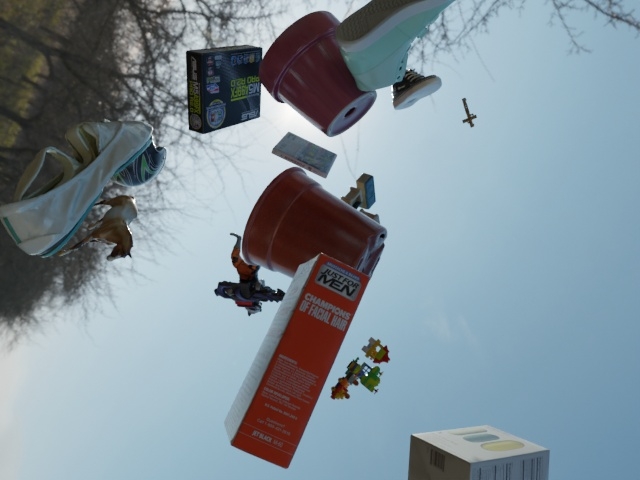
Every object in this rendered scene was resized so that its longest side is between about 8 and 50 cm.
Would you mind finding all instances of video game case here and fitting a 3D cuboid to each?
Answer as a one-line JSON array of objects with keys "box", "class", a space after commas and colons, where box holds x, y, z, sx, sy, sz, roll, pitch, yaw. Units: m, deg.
[{"box": [-0.046, -0.273, 1.595, 0.201, 0.184, 0.023, -68, -176, -62], "class": "video game case"}]

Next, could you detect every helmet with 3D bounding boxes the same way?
[{"box": [-0.514, -0.230, 1.366, 0.169, 0.170, 0.161, -61, 174, 8], "class": "helmet"}]

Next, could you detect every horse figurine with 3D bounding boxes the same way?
[{"box": [-0.495, -0.041, 1.184, 0.175, 0.066, 0.263, -15, -144, 12], "class": "horse figurine"}]

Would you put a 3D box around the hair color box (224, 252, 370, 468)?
[{"box": [-0.023, 0.100, 0.446, 0.167, 0.053, 0.093, -66, -171, -14], "class": "hair color box"}]

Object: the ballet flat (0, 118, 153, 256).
[{"box": [-0.455, -0.146, 0.963, 0.139, 0.139, 0.400, -33, -153, 42], "class": "ballet flat"}]

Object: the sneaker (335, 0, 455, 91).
[{"box": [0.150, -0.367, 0.881, 0.256, 0.151, 0.094, -33, -119, -1], "class": "sneaker"}]

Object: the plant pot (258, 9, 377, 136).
[{"box": [0.007, -0.315, 1.006, 0.201, 0.201, 0.180, -43, -99, 33], "class": "plant pot"}]

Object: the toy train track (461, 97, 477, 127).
[{"box": [0.409, -0.353, 1.389, 0.048, 0.014, 0.083, -14, -84, 54], "class": "toy train track"}]

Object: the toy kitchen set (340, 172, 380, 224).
[{"box": [0.164, -0.103, 1.688, 0.166, 0.122, 0.207, 22, -127, 29], "class": "toy kitchen set"}]

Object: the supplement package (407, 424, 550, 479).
[{"box": [0.371, 0.574, 1.194, 0.199, 0.263, 0.197, -2, -97, 61], "class": "supplement package"}]

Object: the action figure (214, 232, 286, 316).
[{"box": [-0.251, 0.152, 2.057, 0.342, 0.178, 0.329, 11, -75, 21], "class": "action figure"}]

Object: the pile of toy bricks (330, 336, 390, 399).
[{"box": [0.129, 0.394, 1.451, 0.105, 0.118, 0.212, 37, -101, 20], "class": "pile of toy bricks"}]

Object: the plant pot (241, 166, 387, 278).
[{"box": [0.000, 0.000, 1.212, 0.265, 0.272, 0.272, 28, -85, 18], "class": "plant pot"}]

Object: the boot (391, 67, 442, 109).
[{"box": [0.227, -0.391, 1.243, 0.190, 0.069, 0.086, 170, -91, -68], "class": "boot"}]

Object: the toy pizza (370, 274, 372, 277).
[{"box": [0.089, 0.106, 1.757, 0.201, 0.201, 0.032, -54, -161, 19], "class": "toy pizza"}]

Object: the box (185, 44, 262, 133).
[{"box": [-0.271, -0.443, 1.458, 0.060, 0.270, 0.216, 19, -60, 25], "class": "box"}]
